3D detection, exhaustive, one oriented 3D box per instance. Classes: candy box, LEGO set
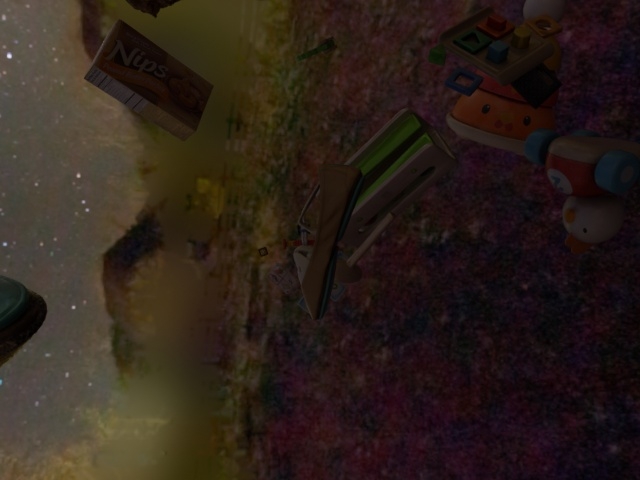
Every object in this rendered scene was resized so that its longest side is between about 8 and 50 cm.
[{"bbox_3d":[-0.474,-0.446,1.679,0.087,0.316,0.183,-23,45,46],"label":"candy box"},{"bbox_3d":[-0.037,0.066,1.535,0.182,0.244,0.060,-50,5,-2],"label":"LEGO set"}]

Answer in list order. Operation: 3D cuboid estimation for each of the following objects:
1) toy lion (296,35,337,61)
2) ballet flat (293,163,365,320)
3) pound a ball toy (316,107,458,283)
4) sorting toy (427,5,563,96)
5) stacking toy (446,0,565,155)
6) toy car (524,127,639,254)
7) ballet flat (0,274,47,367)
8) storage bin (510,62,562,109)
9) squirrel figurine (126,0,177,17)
[{"bbox_3d":[-0.014,-0.486,1.528,0.034,0.096,0.100,66,-155,-17],"label":"toy lion"},{"bbox_3d":[0.000,0.000,0.850,0.080,0.073,0.232,-52,-22,-73],"label":"ballet flat"},{"bbox_3d":[0.132,-0.073,1.200,0.319,0.135,0.208,-43,48,23],"label":"pound a ball toy"},{"bbox_3d":[0.385,-0.437,1.297,0.196,0.347,0.047,45,157,25],"label":"sorting toy"},{"bbox_3d":[0.606,-0.528,1.814,0.351,0.350,0.480,-113,31,-63],"label":"stacking toy"},{"bbox_3d":[0.514,-0.077,1.145,0.219,0.210,0.238,-138,49,-58],"label":"toy car"},{"bbox_3d":[-0.507,0.110,0.674,0.164,0.482,0.182,-61,-25,-58],"label":"ballet flat"},{"bbox_3d":[0.494,-0.412,1.456,0.084,0.122,0.180,-45,25,22],"label":"storage bin"},{"bbox_3d":[-0.250,-0.645,1.179,0.281,0.370,0.397,42,-136,-69],"label":"squirrel figurine"}]
